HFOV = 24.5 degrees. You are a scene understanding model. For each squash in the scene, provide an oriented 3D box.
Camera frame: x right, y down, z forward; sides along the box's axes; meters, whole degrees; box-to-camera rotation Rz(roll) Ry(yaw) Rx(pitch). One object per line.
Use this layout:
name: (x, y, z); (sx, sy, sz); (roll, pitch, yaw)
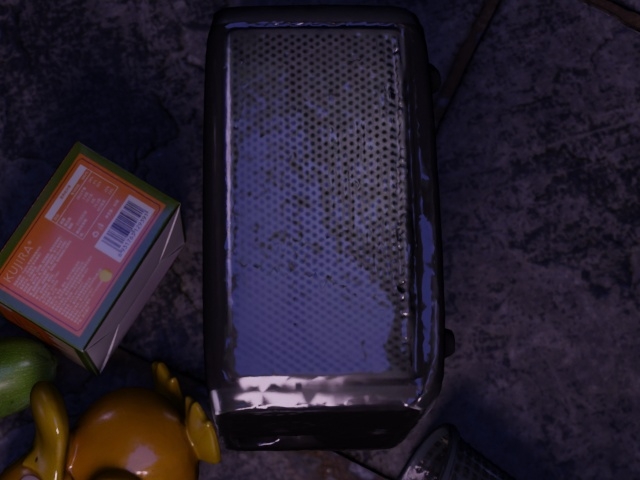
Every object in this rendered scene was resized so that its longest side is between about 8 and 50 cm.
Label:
squash: (-0.475, 0.187, 1.630); (0.378, 0.101, 0.101); (-15, 78, -5)

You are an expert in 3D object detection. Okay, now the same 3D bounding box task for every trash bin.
trash bin: (0.165, 0.309, 1.604); (0.161, 0.175, 0.175); (27, 77, -6)

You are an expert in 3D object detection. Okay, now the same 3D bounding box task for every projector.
projector: (0.000, 0.000, 1.543); (0.242, 0.395, 0.405); (-1, 76, -1)

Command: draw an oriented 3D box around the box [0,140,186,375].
box: (-0.262, 0.022, 1.638); (0.148, 0.177, 0.195); (31, 77, 4)

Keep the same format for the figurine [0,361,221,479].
figurine: (-0.234, 0.244, 1.592); (0.228, 0.215, 0.215); (-1, 75, -27)
